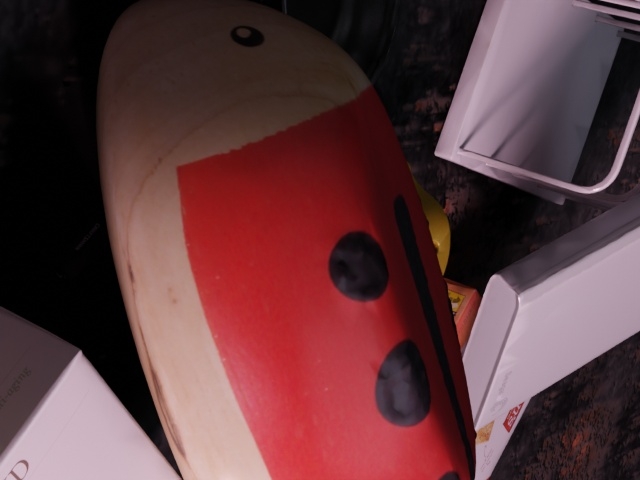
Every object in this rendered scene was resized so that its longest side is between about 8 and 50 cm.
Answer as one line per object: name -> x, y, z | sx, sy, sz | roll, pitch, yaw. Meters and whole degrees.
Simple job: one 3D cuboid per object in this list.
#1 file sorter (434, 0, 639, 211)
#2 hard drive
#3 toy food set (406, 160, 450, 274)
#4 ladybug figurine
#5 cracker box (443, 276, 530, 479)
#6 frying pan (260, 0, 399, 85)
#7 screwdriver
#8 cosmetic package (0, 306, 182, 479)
file sorter -> 0.265, -0.125, 1.685 | 0.278, 0.173, 0.192 | 15, 94, -60
hard drive -> 0.257, 0.039, 1.636 | 0.307, 0.040, 0.203 | -28, 150, -29
toy food set -> 0.000, 0.000, 1.415 | 0.218, 0.071, 0.128 | -4, 92, -39
ladybug figurine -> -0.008, 0.047, 1.188 | 0.305, 0.162, 0.449 | -52, 127, -70
cracker box -> 0.118, 0.149, 1.712 | 0.155, 0.067, 0.232 | -61, 150, -15
frying pan -> 0.006, -0.253, 1.294 | 0.197, 0.053, 0.326 | -36, 128, -57
screwdriver -> -0.127, -0.033, 1.239 | 0.170, 0.025, 0.024 | -49, 144, -31
cosmetic package -> -0.189, 0.202, 1.148 | 0.197, 0.155, 0.365 | -55, 149, -18
